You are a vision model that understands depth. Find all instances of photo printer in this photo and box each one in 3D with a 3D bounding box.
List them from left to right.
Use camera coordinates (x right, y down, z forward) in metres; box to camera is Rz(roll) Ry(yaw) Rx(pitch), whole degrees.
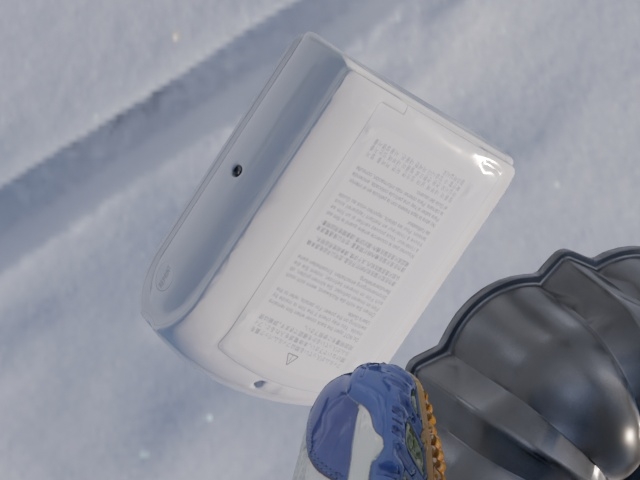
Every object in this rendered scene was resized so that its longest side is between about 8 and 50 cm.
[{"bbox_3d":[0.000,0.000,1.541,0.256,0.107,0.307,25,102,-40],"label":"photo printer"}]

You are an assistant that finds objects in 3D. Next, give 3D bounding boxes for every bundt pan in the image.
[{"bbox_3d":[0.202,0.175,1.130,0.330,0.124,0.331,-5,105,-21],"label":"bundt pan"}]

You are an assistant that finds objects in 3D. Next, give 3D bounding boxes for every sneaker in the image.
[{"bbox_3d":[-0.026,0.189,0.689,0.131,0.296,0.112,3,162,23],"label":"sneaker"}]
